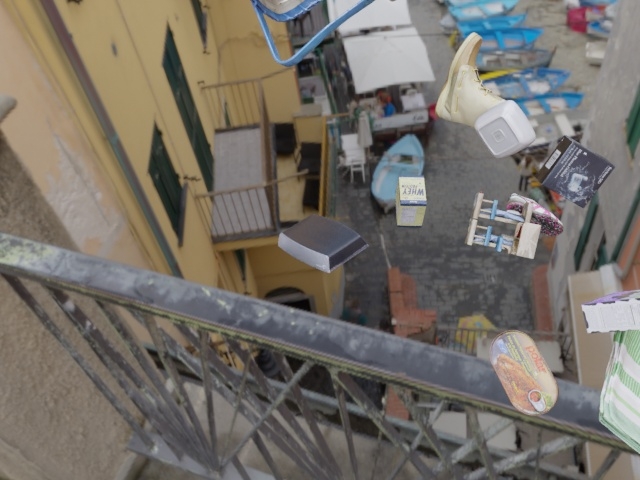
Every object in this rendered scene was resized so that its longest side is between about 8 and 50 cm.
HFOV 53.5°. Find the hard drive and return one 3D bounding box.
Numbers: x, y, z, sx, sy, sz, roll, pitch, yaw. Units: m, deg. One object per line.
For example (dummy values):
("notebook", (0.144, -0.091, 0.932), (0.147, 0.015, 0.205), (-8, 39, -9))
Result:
("hard drive", (0.000, 0.000, 1.868), (0.172, 0.054, 0.255), (-32, 35, -25))

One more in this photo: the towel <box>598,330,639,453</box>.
("towel", (0.755, 0.337, 1.451), (0.248, 0.038, 0.324), (38, 53, -7))

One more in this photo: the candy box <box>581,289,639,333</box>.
("candy box", (0.704, 0.147, 1.377), (0.165, 0.196, 0.070), (-9, 85, -40))

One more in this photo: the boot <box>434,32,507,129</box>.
("boot", (0.466, -0.447, 1.840), (0.204, 0.261, 0.095), (31, 27, 24))

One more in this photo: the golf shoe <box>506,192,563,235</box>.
("golf shoe", (0.645, -0.083, 1.891), (0.186, 0.067, 0.086), (30, 46, -3))

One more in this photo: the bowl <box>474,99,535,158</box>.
("bowl", (0.497, -0.294, 1.730), (0.142, 0.142, 0.053), (54, 49, -7))

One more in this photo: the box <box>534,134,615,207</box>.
("box", (0.770, -0.209, 1.926), (0.158, 0.156, 0.093), (28, 21, -7))

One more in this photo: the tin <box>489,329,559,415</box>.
("tin", (0.447, 0.289, 1.392), (0.106, 0.040, 0.189), (-33, 64, 23))

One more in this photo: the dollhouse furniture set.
("dollhouse furniture set", (0.413, -0.039, 1.436), (0.130, 0.184, 0.128), (12, 93, 6))

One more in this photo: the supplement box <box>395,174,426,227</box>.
("supplement box", (0.197, -0.086, 1.392), (0.056, 0.083, 0.083), (1, 53, 0))

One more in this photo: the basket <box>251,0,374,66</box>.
("basket", (-0.037, -0.520, 1.253), (0.255, 0.201, 0.288), (-34, 74, 20))
